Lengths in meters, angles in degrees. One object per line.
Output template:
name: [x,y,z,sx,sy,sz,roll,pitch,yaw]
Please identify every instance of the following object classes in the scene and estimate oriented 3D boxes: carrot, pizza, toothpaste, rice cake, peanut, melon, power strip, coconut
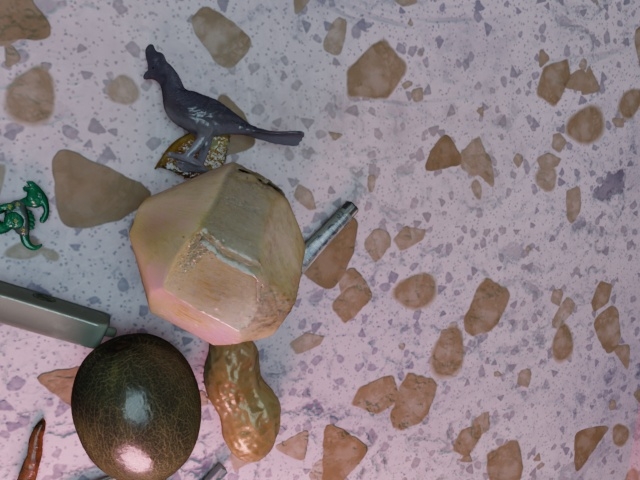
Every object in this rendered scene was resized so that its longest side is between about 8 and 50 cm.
carrot: [-0.590,0.447,1.018,0.035,0.035,0.165,16,89,-23]
pizza: [-0.253,-0.171,1.064,0.178,0.041,0.131,-42,104,-14]
toothpaste: [0.000,0.000,1.194,0.239,0.039,0.062,-47,107,-8]
rice cake: [-0.288,0.600,1.158,0.180,0.042,0.030,-47,114,-9]
peanut: [-0.177,0.349,1.120,0.149,0.149,0.313,-22,99,-18]
melon: [-0.359,0.335,0.986,0.237,0.237,0.302,-16,112,-20]
power strip: [-0.582,0.124,0.945,0.385,0.091,0.062,24,89,-24]
coconut: [-0.198,0.021,0.969,0.352,0.352,0.353,-3,99,-22]

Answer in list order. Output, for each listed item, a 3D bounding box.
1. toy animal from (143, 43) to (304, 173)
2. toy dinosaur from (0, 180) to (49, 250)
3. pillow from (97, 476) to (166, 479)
toy animal: [-0.230,-0.230,1.008,0.366,0.081,0.206,29,71,-11]
toy dinosaur: [-0.567,-0.044,0.949,0.096,0.059,0.133,-15,95,-25]
pillow: [-0.448,0.581,1.088,0.229,0.050,0.148,-12,95,-21]
